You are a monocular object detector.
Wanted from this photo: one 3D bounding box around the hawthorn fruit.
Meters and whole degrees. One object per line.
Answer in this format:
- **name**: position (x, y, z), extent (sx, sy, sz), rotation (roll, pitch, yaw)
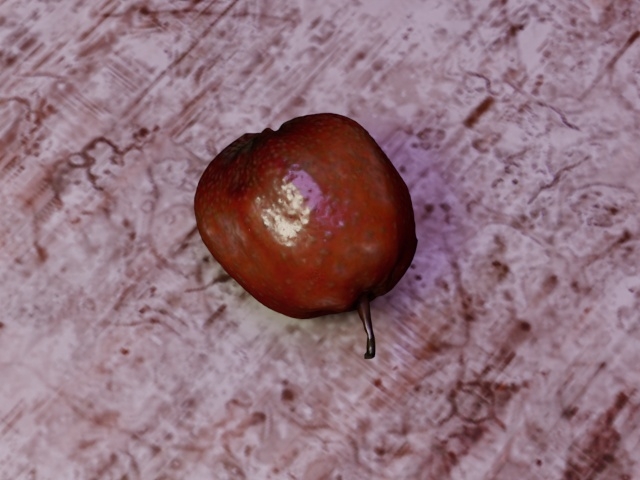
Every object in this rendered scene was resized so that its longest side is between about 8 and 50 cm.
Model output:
- **hawthorn fruit**: position (0.000, 0.000, 1.390), extent (0.157, 0.157, 0.194), rotation (-26, 81, -17)
